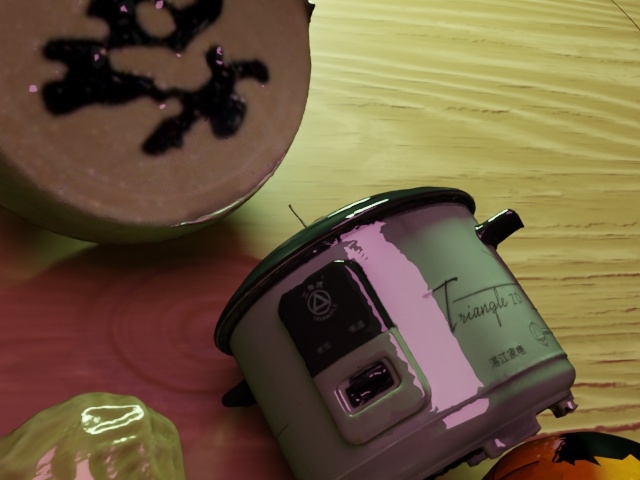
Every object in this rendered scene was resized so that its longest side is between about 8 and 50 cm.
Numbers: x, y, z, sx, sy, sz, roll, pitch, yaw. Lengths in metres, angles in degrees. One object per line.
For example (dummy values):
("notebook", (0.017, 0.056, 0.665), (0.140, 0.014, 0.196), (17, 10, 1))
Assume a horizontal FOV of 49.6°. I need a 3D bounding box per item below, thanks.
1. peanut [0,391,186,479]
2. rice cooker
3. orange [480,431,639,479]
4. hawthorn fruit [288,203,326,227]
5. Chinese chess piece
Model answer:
("peanut", (-0.148, 0.225, 0.465), (0.196, 0.110, 0.233), (-39, 74, -23))
("rice cooker", (0.051, 0.081, 0.548), (0.280, 0.241, 0.227), (-35, 68, 14))
("orange", (0.210, 0.257, 0.511), (0.234, 0.182, 0.234), (4, 57, -6))
("hawthorn fruit", (0.000, 0.000, 0.705), (0.103, 0.067, 0.067), (33, 52, 23))
("Chinese chess piece", (-0.172, -0.170, 0.618), (0.349, 0.146, 0.349), (0, 91, -33))
